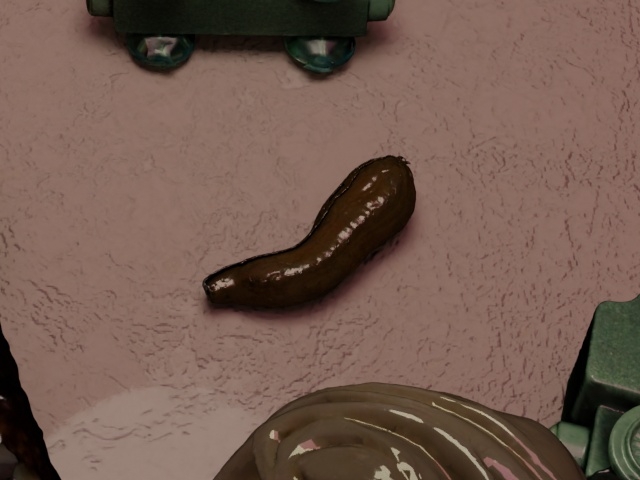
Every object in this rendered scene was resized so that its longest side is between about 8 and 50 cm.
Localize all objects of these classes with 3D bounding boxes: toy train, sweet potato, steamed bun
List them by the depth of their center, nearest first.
[{"bbox_3d":[0.052,0.257,1.445,0.367,0.255,0.342,-37,64,-13],"label":"steamed bun"},{"bbox_3d":[0.336,0.172,1.612,0.299,0.167,0.238,14,51,2],"label":"toy train"},{"bbox_3d":[0.003,0.004,1.743,0.233,0.062,0.081,-36,52,-21],"label":"sweet potato"},{"bbox_3d":[-0.079,-0.270,1.880,0.298,0.120,0.194,1,50,-6],"label":"toy train"}]

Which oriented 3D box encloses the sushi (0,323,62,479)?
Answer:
[{"bbox_3d":[-0.363,0.153,1.479,0.299,0.281,0.294,-26,63,-4],"label":"sushi"}]
